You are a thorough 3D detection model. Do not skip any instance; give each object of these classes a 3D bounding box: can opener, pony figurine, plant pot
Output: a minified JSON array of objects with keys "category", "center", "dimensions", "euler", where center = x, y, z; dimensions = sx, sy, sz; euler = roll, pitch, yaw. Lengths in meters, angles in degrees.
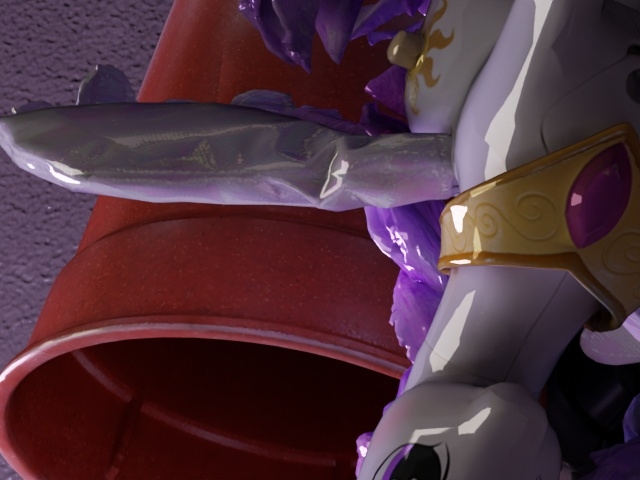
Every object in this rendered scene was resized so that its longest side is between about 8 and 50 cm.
[{"category":"can opener","center":[0.134,0.063,1.050],"dimensions":[0.073,0.059,0.186],"euler":[-40,21,14]},{"category":"pony figurine","center":[0.060,-0.043,0.641],"dimensions":[0.351,0.303,0.363],"euler":[-116,46,-74]},{"category":"plant pot","center":[0.000,0.000,0.986],"dimensions":[0.272,0.272,0.265],"euler":[96,-175,-59]}]

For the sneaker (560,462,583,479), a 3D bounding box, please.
[{"category":"sneaker","center":[0.092,0.133,1.176],"dimensions":[0.279,0.118,0.107],"euler":[87,-171,-76]}]
